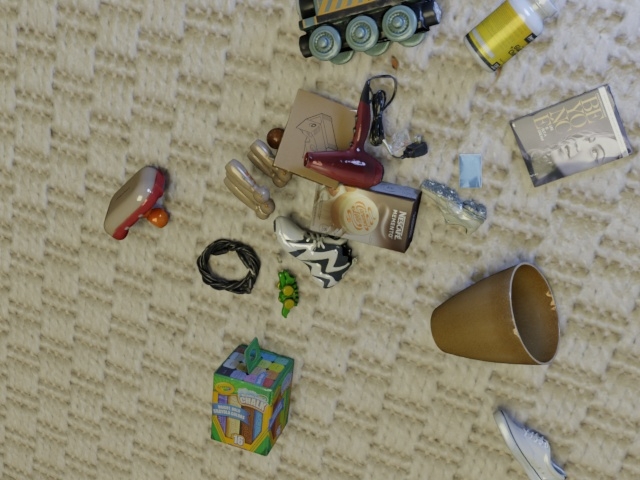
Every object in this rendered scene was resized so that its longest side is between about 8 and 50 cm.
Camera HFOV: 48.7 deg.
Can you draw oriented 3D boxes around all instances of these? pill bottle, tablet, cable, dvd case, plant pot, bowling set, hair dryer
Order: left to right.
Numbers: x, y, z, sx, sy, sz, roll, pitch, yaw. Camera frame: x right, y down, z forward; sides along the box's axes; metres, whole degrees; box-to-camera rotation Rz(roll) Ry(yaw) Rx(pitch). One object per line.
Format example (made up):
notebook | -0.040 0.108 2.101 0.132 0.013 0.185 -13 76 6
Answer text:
cable | -0.260 0.070 1.961 0.185 0.047 0.150 17 114 14
bowling set | -0.124 -0.170 1.756 0.200 0.287 0.154 -45 94 -5
hair dryer | 0.088 -0.232 1.655 0.293 0.080 0.223 -32 98 -16
tablet | 0.355 -0.165 1.680 0.054 0.006 0.083 2 110 19
plant pot | 0.402 0.195 1.694 0.254 0.237 0.237 -18 103 41
pill bottle | 0.404 -0.452 1.503 0.184 0.103 0.103 -38 94 27
dvd case | 0.556 -0.229 1.578 0.221 0.018 0.164 -20 101 24

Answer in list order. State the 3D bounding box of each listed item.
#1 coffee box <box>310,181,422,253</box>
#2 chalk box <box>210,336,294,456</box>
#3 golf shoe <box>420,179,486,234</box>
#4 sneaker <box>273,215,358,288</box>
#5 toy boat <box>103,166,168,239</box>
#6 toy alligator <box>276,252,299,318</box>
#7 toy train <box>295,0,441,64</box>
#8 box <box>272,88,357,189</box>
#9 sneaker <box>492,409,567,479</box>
coffee box | 0.112 -0.075 1.746 0.247 0.098 0.141 14 112 15
chalk box | -0.188 0.419 1.989 0.179 0.180 0.289 13 114 15
golf shoe | 0.307 -0.076 1.698 0.176 0.069 0.086 32 122 7
sneaker | 0.000 0.000 1.818 0.153 0.094 0.235 -37 94 25
toy boat | -0.488 -0.083 1.951 0.231 0.151 0.151 -37 123 27
toy alligator | -0.086 0.120 1.919 0.051 0.056 0.189 -11 109 -21
toy train | 0.099 -0.512 1.580 0.334 0.142 0.190 -8 94 24
box | -0.008 -0.242 1.688 0.164 0.021 0.201 20 82 -9
sneaker | 0.542 0.533 1.835 0.091 0.094 0.258 -34 100 8
